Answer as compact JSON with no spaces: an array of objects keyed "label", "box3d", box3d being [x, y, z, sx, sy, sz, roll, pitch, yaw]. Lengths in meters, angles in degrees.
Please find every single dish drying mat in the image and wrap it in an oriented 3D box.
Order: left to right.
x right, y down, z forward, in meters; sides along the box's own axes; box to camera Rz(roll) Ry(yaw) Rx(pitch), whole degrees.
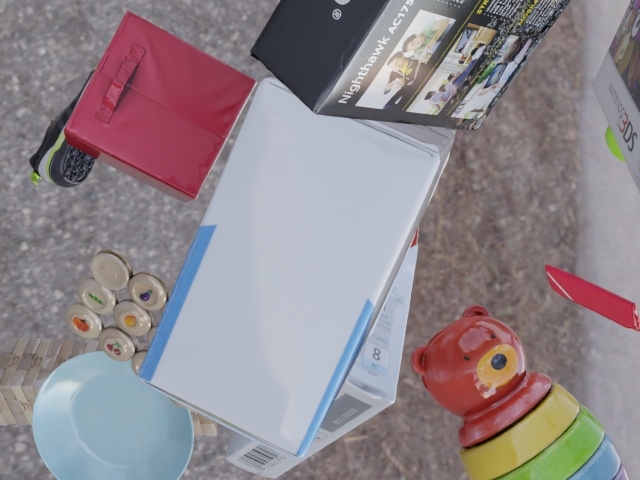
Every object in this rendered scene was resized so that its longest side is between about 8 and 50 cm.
[{"label":"dish drying mat","box3d":[0.208,0.044,0.807,0.008,0.083,0.032,-40,131,-18]}]

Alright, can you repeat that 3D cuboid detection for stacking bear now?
[{"label":"stacking bear","box3d":[0.214,0.207,1.104,0.175,0.164,0.289,-35,89,-14]}]

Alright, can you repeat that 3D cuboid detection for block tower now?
[{"label":"block tower","box3d":[-0.286,0.197,1.435,0.091,0.335,0.097,-79,164,-46]}]

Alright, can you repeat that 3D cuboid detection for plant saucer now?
[{"label":"plant saucer","box3d":[-0.241,0.217,1.246,0.037,0.195,0.195,-67,133,-75]}]

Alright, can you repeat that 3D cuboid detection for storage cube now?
[{"label":"storage cube","box3d":[-0.222,-0.176,1.449,0.193,0.215,0.184,27,85,-9]}]

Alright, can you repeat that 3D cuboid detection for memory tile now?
[{"label":"memory tile","box3d":[-0.150,0.080,0.926,0.148,0.113,0.012,35,36,-2]}]

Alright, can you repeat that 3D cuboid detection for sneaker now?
[{"label":"sneaker","box3d":[-0.366,-0.186,1.581,0.235,0.097,0.084,-63,145,-19]}]

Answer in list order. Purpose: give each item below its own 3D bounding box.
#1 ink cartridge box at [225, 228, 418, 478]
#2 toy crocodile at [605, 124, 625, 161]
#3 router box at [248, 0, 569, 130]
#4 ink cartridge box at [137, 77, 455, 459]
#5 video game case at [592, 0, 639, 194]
[{"label":"ink cartridge box","box3d":[0.010,0.105,1.475,0.091,0.308,0.385,27,49,-18]},{"label":"toy crocodile","box3d":[0.500,-0.178,1.246,0.105,0.340,0.115,58,29,-26]},{"label":"router box","box3d":[0.068,-0.128,0.415,0.046,0.179,0.133,46,26,25]},{"label":"ink cartridge box","box3d":[0.000,0.000,0.813,0.307,0.129,0.223,-39,153,-78]},{"label":"video game case","box3d":[0.251,-0.159,0.671,0.041,0.232,0.210,17,29,-5]}]
